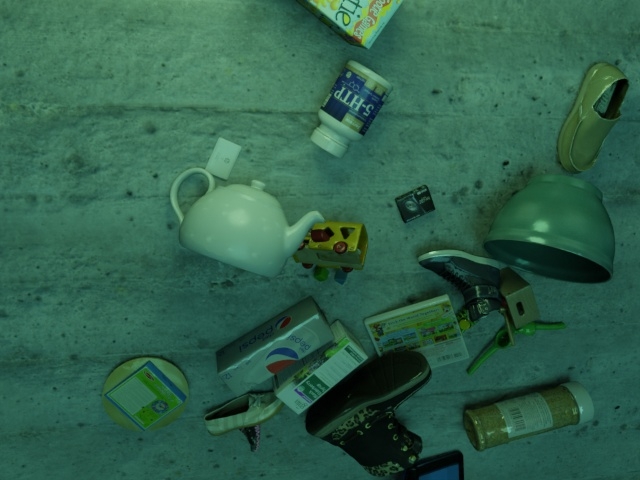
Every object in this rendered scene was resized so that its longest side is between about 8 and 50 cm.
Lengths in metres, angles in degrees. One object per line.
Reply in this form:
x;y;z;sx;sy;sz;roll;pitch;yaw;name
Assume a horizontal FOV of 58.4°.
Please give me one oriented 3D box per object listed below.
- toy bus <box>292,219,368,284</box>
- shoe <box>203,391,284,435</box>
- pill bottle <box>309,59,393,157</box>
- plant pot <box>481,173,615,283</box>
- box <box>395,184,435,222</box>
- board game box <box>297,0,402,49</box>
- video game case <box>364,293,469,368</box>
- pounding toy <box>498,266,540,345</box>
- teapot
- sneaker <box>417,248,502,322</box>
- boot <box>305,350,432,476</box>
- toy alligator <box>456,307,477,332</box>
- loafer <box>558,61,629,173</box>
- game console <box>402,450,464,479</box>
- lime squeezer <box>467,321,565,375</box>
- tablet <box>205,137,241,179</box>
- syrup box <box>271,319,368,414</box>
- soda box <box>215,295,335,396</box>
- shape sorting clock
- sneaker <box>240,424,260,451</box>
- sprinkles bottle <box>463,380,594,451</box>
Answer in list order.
0.013;0.004;1.331;0.202;0.104;0.191;28;148;-21;toy bus
-0.198;0.442;1.483;0.219;0.076;0.058;-22;120;-1;shoe
0.060;-0.276;1.222;0.112;0.112;0.186;26;104;-21;pill bottle
0.557;-0.037;1.363;0.293;0.293;0.196;23;80;-20;plant pot
0.230;-0.088;1.389;0.083;0.018;0.067;-24;116;-2;box
0.012;-0.512;1.095;0.275;0.142;0.144;32;103;-22;board game box
0.256;0.258;1.508;0.227;0.026;0.206;-18;116;12;video game case
0.498;0.171;1.496;0.100;0.130;0.141;-26;115;-1;pounding toy
-0.170;-0.042;1.219;0.256;0.253;0.186;21;87;-34;teapot
0.350;0.114;1.419;0.227;0.086;0.163;10;65;-13;sneaker
0.184;0.476;1.539;0.378;0.138;0.284;-36;115;13;boot
0.379;0.220;1.539;0.190;0.056;0.051;-44;70;15;toy alligator
0.650;-0.283;1.361;0.102;0.092;0.268;3;112;-14;loafer
0.339;0.818;1.715;0.174;0.250;0.292;-1;115;17;game console
0.539;0.272;1.600;0.311;0.058;0.110;-27;145;-2;lime squeezer
-0.214;-0.179;1.259;0.054;0.006;0.083;22;107;-20;tablet
-0.006;0.325;1.467;0.237;0.096;0.093;-41;115;5;syrup box
-0.114;0.261;1.415;0.286;0.098;0.091;-31;115;1;soda box
-0.433;0.383;1.425;0.207;0.040;0.206;-3;110;-9;shape sorting clock
-0.190;0.513;1.536;0.057;0.047;0.119;0;105;-6;sneaker
0.603;0.510;1.667;0.356;0.121;0.121;-12;114;-7;sprinkles bottle
